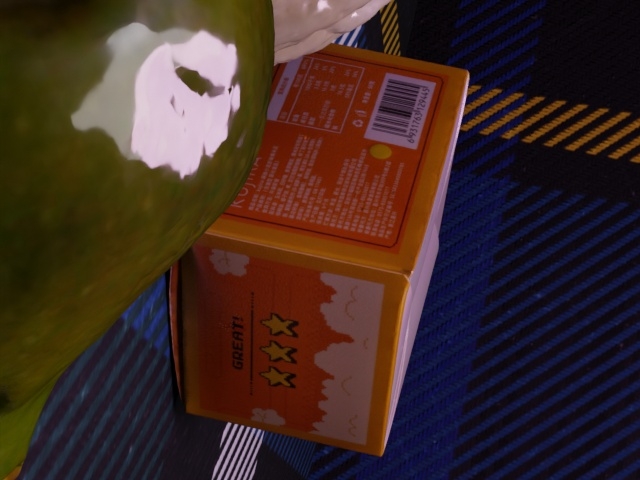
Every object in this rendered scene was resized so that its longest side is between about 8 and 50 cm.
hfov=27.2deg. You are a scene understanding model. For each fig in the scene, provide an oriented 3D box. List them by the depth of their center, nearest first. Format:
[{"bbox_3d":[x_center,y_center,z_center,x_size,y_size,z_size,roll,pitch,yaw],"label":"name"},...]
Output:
[{"bbox_3d":[-0.125,-0.014,0.479,0.206,0.206,0.275,-70,169,-48],"label":"fig"}]

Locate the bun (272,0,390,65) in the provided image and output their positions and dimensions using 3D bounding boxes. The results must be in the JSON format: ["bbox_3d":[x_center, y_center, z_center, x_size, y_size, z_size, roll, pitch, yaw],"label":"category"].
[{"bbox_3d":[-0.021,-0.265,0.681,0.349,0.227,0.352,78,22,-65],"label":"bun"}]

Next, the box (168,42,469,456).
[{"bbox_3d":[0.000,0.000,1.238,0.259,0.214,0.283,97,10,-45],"label":"box"}]
